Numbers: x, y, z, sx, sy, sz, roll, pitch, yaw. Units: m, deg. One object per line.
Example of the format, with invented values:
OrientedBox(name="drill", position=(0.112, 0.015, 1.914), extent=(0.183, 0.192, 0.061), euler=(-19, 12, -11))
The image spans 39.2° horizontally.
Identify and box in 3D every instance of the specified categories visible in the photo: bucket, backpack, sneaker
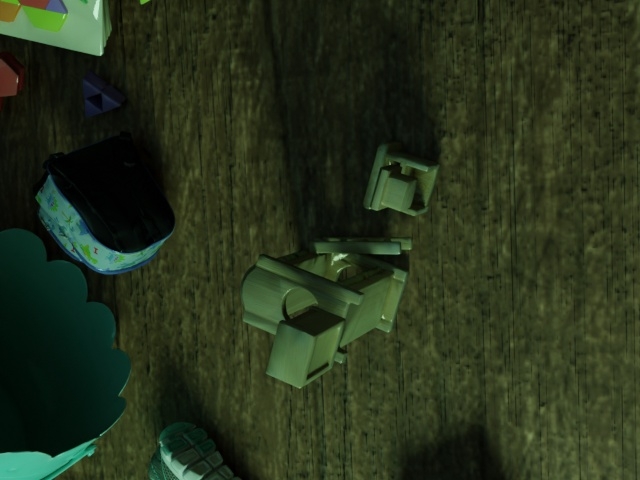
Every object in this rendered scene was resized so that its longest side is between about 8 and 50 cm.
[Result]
OrientedBox(name="bucket", position=(-0.341, 0.129, 0.836), extent=(0.281, 0.281, 0.183), euler=(49, 116, 11))
OrientedBox(name="backpack", position=(-0.197, -0.026, 0.833), extent=(0.114, 0.105, 0.084), euler=(53, 136, 9))
OrientedBox(name="sneaker", position=(-0.105, 0.255, 0.858), extent=(0.166, 0.065, 0.076), euler=(53, 130, 13))

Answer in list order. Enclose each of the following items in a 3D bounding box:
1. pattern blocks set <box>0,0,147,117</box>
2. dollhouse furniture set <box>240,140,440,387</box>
OrientedBox(name="pattern blocks set", position=(-0.258, -0.258, 0.793), extent=(0.286, 0.026, 0.324), euler=(1, 123, 17))
OrientedBox(name="dollhouse furniture set", position=(0.000, 0.000, 0.698), extent=(0.101, 0.182, 0.160), euler=(21, 106, 21))
